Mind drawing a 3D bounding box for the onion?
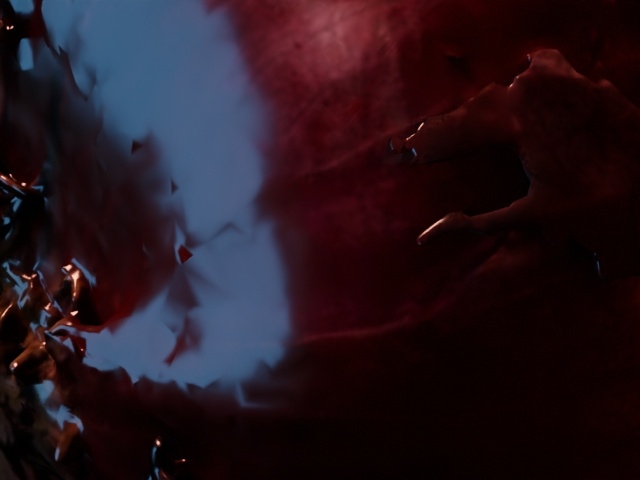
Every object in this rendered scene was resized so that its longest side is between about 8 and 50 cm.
[{"bbox_3d":[0.000,0.000,0.541,0.314,0.232,0.314,40,139,46],"label":"onion"}]
